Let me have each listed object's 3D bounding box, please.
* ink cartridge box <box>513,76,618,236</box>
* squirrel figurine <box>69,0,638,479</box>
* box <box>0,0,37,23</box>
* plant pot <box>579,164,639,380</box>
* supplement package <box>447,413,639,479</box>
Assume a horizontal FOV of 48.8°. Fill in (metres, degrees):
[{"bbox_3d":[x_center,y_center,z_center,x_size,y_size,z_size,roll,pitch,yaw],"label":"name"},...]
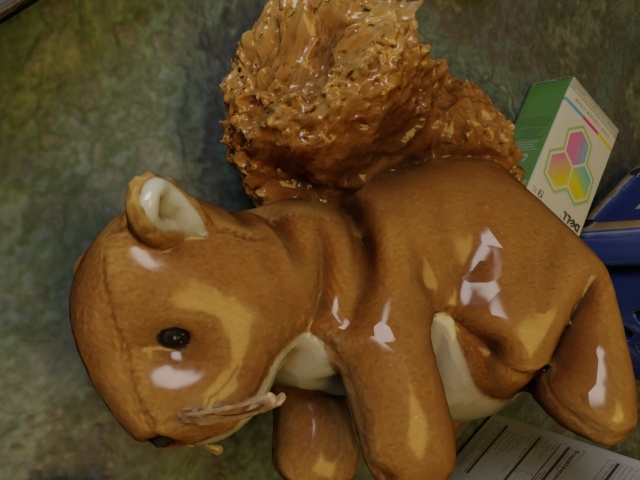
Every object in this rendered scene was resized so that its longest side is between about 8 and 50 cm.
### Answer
[{"bbox_3d":[0.261,-0.070,0.816,0.109,0.062,0.209,35,74,-31],"label":"ink cartridge box"},{"bbox_3d":[0.000,0.000,0.564,0.370,0.281,0.397,8,73,-24],"label":"squirrel figurine"},{"bbox_3d":[-0.238,-0.257,0.417,0.242,0.076,0.307,55,48,-24],"label":"box"},{"bbox_3d":[0.456,0.025,0.856,0.236,0.236,0.212,-38,106,-26],"label":"plant pot"},{"bbox_3d":[0.253,0.340,0.708,0.198,0.262,0.199,-40,113,-26],"label":"supplement package"}]
